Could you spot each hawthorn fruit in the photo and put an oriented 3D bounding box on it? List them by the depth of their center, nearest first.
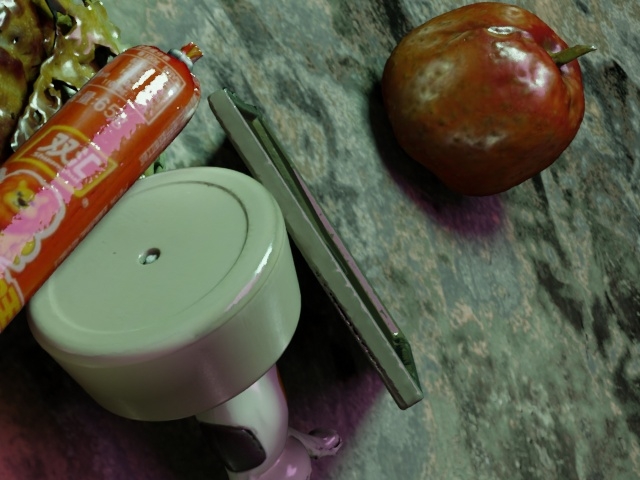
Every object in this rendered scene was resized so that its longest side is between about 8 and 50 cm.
[{"bbox_3d":[0.165,-0.139,1.566,0.179,0.200,0.179,27,51,-39],"label":"hawthorn fruit"}]

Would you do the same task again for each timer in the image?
[{"bbox_3d":[-0.065,0.102,1.149,0.175,0.175,0.266,-76,150,-44],"label":"timer"}]

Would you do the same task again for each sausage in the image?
[{"bbox_3d":[-0.163,-0.039,1.091,0.074,0.074,0.274,47,58,-13],"label":"sausage"}]

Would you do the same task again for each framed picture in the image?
[{"bbox_3d":[0.000,0.000,1.273,0.247,0.022,0.335,57,2,-1],"label":"framed picture"}]

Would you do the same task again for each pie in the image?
[{"bbox_3d":[-0.222,-0.091,1.174,0.308,0.085,0.308,23,56,-39],"label":"pie"}]
